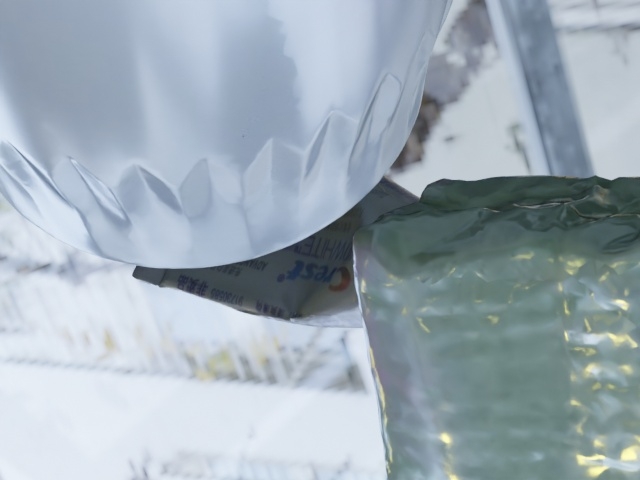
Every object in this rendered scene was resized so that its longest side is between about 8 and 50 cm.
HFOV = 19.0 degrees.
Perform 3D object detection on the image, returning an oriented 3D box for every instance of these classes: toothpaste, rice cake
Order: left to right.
[{"bbox_3d":[0.001,-0.001,1.130,0.282,0.068,0.099,15,-130,41],"label":"toothpaste"},{"bbox_3d":[0.081,0.088,0.376,0.127,0.237,0.043,0,-145,25],"label":"rice cake"}]

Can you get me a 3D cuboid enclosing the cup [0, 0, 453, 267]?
[{"bbox_3d":[-0.065,-0.164,0.668,0.253,0.371,0.253,-2,-122,3],"label":"cup"}]
